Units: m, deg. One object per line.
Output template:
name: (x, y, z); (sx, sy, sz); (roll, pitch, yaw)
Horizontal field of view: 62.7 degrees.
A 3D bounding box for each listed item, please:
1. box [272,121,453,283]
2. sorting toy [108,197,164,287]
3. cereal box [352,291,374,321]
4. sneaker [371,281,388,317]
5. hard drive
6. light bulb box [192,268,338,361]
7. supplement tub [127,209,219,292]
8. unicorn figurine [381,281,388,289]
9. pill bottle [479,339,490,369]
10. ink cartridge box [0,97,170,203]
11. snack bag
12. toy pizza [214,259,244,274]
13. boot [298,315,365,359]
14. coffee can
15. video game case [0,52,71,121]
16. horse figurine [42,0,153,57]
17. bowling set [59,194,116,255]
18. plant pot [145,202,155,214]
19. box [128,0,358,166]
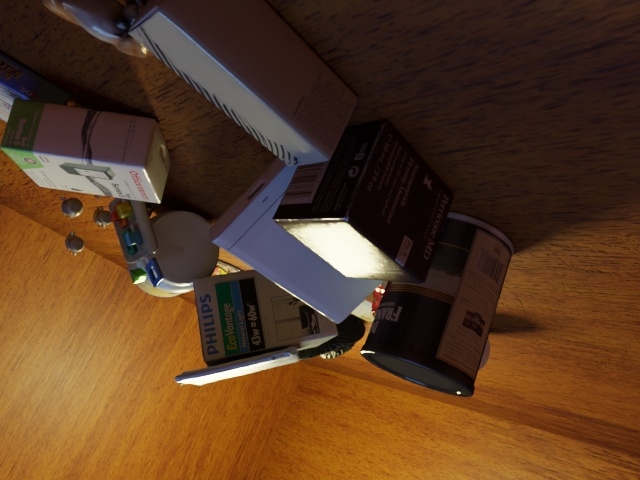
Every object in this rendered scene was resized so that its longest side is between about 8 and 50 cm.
box: (0.071, -0.052, 0.830); (0.167, 0.168, 0.203); (0, 151, 47)
sorting toy: (-0.500, -0.038, 1.359); (0.047, 0.347, 0.196); (-17, 180, -40)
cereal box: (0.131, 0.192, 1.618); (0.173, 0.047, 0.240); (27, 161, -11)
sneaker: (0.178, 0.155, 1.351); (0.107, 0.118, 0.279); (17, 160, 17)
hard drive: (0.000, 0.000, 0.991); (0.353, 0.233, 0.047); (38, -169, -38)
light bulb box: (-0.172, 0.224, 1.541); (0.361, 0.225, 0.358); (-8, 165, -13)
supplement tub: (-0.442, 0.042, 1.573); (0.241, 0.241, 0.331); (29, 161, -18)
unicorn figurine: (0.138, 0.050, 1.175); (0.162, 0.111, 0.060); (13, -159, -47)
pill bottle: (0.349, 0.306, 1.513); (0.153, 0.153, 0.265); (30, 159, -19)
ink cartridge box: (-0.472, -0.179, 1.095); (0.273, 0.114, 0.198); (8, 163, -5)
snack bag: (-0.218, 0.341, 1.427); (0.323, 0.037, 0.342); (-12, 165, -5)
toy pizza: (-0.354, 0.129, 2.035); (0.201, 0.032, 0.201); (20, 161, 7)
boot: (-0.006, 0.384, 1.996); (0.348, 0.131, 0.260); (-6, 163, -10)
coffee can: (0.213, 0.113, 0.948); (0.202, 0.275, 0.201); (21, 161, 8)
video game case: (-0.689, -0.328, 1.127); (0.270, 0.061, 0.244); (31, 160, -24)
horse figurine: (-0.285, -0.308, 0.696); (0.263, 0.066, 0.174); (21, 172, -9)
bowling set: (-0.668, -0.104, 1.557); (0.200, 0.287, 0.154); (-5, -174, -34)
plant pot: (-0.521, -0.104, 1.530); (0.081, 0.081, 0.083); (25, 173, -6)
box: (-0.085, -0.215, 0.660); (0.275, 0.113, 0.094); (38, 158, -34)
